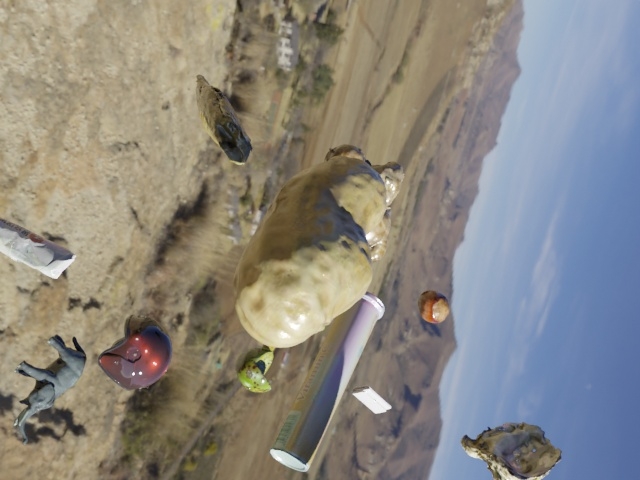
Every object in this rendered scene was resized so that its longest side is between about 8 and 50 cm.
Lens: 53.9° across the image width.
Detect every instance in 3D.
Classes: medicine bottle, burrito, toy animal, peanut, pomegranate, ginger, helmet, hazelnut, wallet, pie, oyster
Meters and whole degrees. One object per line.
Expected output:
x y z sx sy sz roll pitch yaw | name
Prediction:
0.018 0.306 1.431 0.108 0.108 0.426 93 22 -54 | medicine bottle
-0.552 0.007 1.155 0.064 0.203 0.064 -61 -172 15 | burrito
-0.684 0.345 1.543 0.082 0.137 0.270 -30 -158 51 | toy animal
0.000 0.000 0.973 0.170 0.192 0.387 111 5 -49 | peanut
-0.207 0.393 1.999 0.143 0.122 0.169 57 35 -67 | pomegranate
0.137 -0.116 1.992 0.176 0.256 0.376 -176 -95 -77 | ginger
-0.523 0.321 1.803 0.189 0.193 0.216 -160 -106 -85 | helmet
0.283 0.165 1.578 0.086 0.086 0.086 18 90 -80 | hazelnut
0.145 0.450 1.782 0.122 0.061 0.025 47 35 -33 | wallet
-0.195 -0.238 1.216 0.129 0.068 0.282 62 0 -34 | pie
0.388 0.441 1.304 0.163 0.191 0.081 -48 152 -41 | oyster
